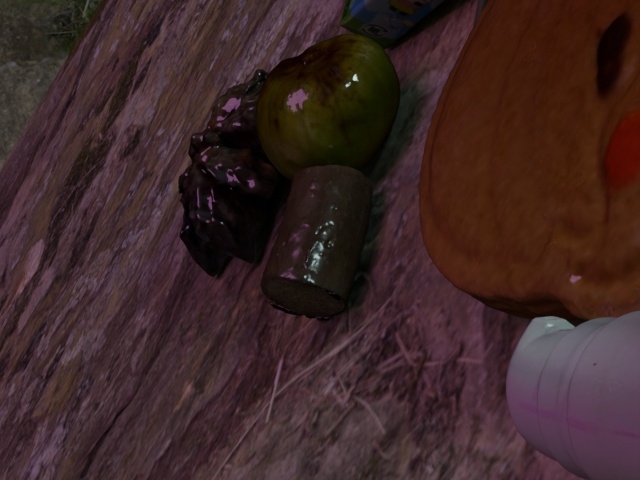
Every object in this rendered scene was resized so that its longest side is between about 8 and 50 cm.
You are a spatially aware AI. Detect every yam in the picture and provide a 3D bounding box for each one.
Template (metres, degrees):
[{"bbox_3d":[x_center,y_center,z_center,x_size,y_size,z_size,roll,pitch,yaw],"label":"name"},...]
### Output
[{"bbox_3d":[-0.001,-0.001,1.165,0.084,0.084,0.127,-28,43,53],"label":"yam"}]

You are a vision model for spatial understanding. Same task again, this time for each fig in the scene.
[{"bbox_3d":[0.004,-0.118,1.227,0.153,0.121,0.136,-41,12,52],"label":"fig"}]

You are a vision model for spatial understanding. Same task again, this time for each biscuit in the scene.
[{"bbox_3d":[0.206,-0.104,0.831,0.455,0.078,0.349,-19,54,57],"label":"biscuit"}]

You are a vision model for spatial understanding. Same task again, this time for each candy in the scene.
[{"bbox_3d":[0.093,-0.264,1.257,0.194,0.062,0.097,-34,35,59],"label":"candy"}]

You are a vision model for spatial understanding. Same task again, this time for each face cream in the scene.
[{"bbox_3d":[0.201,0.084,0.608,0.345,0.102,0.102,-2,62,65],"label":"face cream"}]

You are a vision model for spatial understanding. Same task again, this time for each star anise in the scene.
[{"bbox_3d":[-0.090,-0.087,1.423,0.236,0.109,0.223,-17,44,62],"label":"star anise"}]

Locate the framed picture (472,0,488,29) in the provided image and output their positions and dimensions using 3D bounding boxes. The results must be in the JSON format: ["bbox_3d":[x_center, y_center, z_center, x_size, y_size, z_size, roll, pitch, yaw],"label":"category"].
[{"bbox_3d":[0.219,-0.218,1.021,0.324,0.020,0.240,-32,37,50],"label":"framed picture"}]
